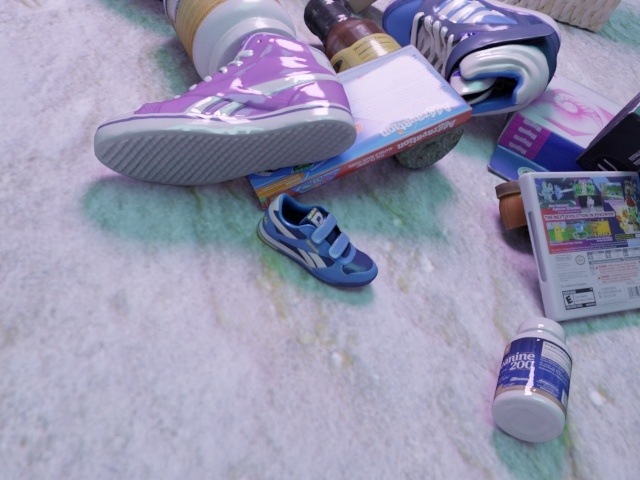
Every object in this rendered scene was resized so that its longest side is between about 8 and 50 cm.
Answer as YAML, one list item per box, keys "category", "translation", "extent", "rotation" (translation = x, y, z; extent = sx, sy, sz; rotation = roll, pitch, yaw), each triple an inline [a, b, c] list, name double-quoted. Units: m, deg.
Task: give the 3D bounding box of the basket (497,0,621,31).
- category: "basket"
  translation: [0.603, -0.737, 1.394]
  extent: [0.329, 0.331, 0.266]
  rotation: [9, 48, -14]

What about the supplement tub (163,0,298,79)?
- category: "supplement tub"
  translation: [-0.120, -0.290, 0.793]
  extent: [0.145, 0.144, 0.199]
  rotation: [-9, 53, -30]

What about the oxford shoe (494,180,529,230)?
- category: "oxford shoe"
  translation: [0.339, -0.034, 0.807]
  extent: [0.213, 0.076, 0.075]
  rotation: [2, 79, -16]

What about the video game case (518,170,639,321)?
- category: "video game case"
  translation: [0.351, 0.002, 0.741]
  extent: [0.202, 0.023, 0.183]
  rotation: [-4, 80, -25]

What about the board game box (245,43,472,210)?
- category: "board game box"
  translation: [0.028, -0.149, 0.725]
  extent: [0.282, 0.027, 0.145]
  rotation: [-24, 57, -9]

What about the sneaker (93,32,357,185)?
- category: "sneaker"
  translation: [-0.113, -0.157, 0.664]
  extent: [0.283, 0.102, 0.160]
  rotation: [-8, 65, -13]

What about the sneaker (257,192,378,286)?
- category: "sneaker"
  translation: [0.000, 0.000, 0.628]
  extent: [0.144, 0.059, 0.053]
  rotation: [28, 42, 3]

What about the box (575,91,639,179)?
- category: "box"
  translation: [0.529, -0.098, 0.796]
  extent: [0.270, 0.165, 0.143]
  rotation: [43, 77, 9]

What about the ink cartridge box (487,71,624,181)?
- category: "ink cartridge box"
  translation: [0.464, -0.144, 0.957]
  extent: [0.324, 0.071, 0.330]
  rotation: [29, 43, 5]

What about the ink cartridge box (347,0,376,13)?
- category: "ink cartridge box"
  translation: [0.079, -0.568, 1.046]
  extent: [0.234, 0.193, 0.088]
  rotation: [48, 42, -19]

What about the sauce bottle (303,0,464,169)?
- category: "sauce bottle"
  translation: [0.078, -0.254, 0.869]
  extent: [0.112, 0.111, 0.344]
  rotation: [-9, 51, -30]

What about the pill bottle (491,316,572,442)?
- category: "pill bottle"
  translation: [0.216, 0.135, 0.584]
  extent: [0.067, 0.067, 0.120]
  rotation: [29, 44, 5]

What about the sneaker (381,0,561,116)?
- category: "sneaker"
  translation: [0.214, -0.305, 0.942]
  extent: [0.323, 0.130, 0.236]
  rotation: [19, 49, 20]
